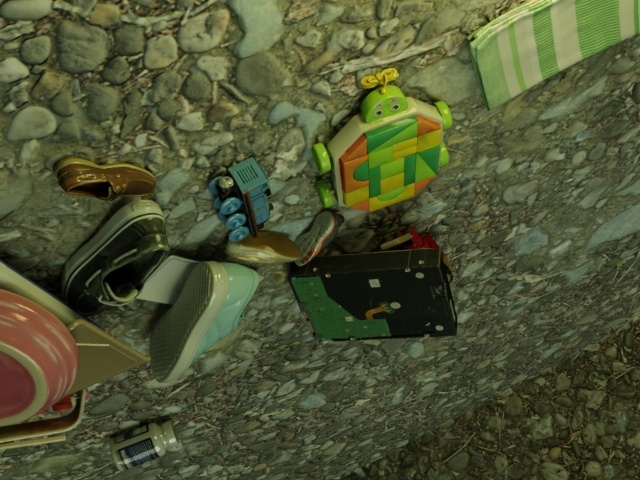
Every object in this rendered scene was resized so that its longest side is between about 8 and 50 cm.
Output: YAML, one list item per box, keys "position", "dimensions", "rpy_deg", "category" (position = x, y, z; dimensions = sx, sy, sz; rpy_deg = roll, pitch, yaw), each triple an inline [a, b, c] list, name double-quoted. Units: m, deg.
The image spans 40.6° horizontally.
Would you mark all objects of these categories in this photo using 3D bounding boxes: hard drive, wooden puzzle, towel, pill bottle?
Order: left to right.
- position: [-0.580, 0.147, 1.600]
  dimensions: [0.210, 0.040, 0.319]
  rpy_deg: [-21, 144, 14]
  category: "hard drive"
- position: [-0.482, 0.225, 1.668]
  dimensions: [0.221, 0.044, 0.238]
  rpy_deg: [-23, 148, 17]
  category: "wooden puzzle"
- position: [-0.473, 0.548, 2.329]
  dimensions: [0.169, 0.094, 0.094]
  rpy_deg: [-20, 150, -6]
  category: "pill bottle"
- position: [0.119, 0.125, 1.920]
  dimensions: [0.338, 0.064, 0.237]
  rpy_deg: [-6, 133, 17]
  category: "hard drive"
- position: [0.430, -0.374, 1.564]
  dimensions: [0.324, 0.038, 0.248]
  rpy_deg: [-29, 151, 7]
  category: "towel"

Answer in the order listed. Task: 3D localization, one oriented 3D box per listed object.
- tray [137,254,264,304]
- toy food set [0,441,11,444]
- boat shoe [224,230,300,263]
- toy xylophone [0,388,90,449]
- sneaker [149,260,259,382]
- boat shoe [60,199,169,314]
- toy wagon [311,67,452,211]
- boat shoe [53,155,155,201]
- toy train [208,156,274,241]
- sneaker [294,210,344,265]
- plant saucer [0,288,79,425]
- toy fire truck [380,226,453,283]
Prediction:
- position: [-0.257, 0.086, 1.812]
  dimensions: [0.145, 0.030, 0.270]
  rpy_deg: [-39, 147, 26]
  category: "tray"
- position: [-0.741, 0.445, 1.904]
  dimensions: [0.192, 0.039, 0.132]
  rpy_deg: [-2, -175, 43]
  category: "toy food set"
- position: [-0.121, 0.018, 1.776]
  dimensions: [0.170, 0.063, 0.059]
  rpy_deg: [14, 136, -34]
  category: "boat shoe"
- position: [-0.645, 0.379, 1.840]
  dimensions: [0.322, 0.081, 0.236]
  rpy_deg: [-8, -175, -27]
  category: "toy xylophone"
- position: [-0.239, 0.184, 1.816]
  dimensions: [0.150, 0.135, 0.366]
  rpy_deg: [5, 140, -36]
  category: "sneaker"
- position: [-0.384, 0.063, 1.588]
  dimensions: [0.121, 0.119, 0.335]
  rpy_deg: [1, 146, -38]
  category: "boat shoe"
- position: [0.118, -0.179, 1.620]
  dimensions: [0.267, 0.068, 0.344]
  rpy_deg: [-20, 150, -7]
  category: "toy wagon"
- position: [-0.352, -0.091, 1.430]
  dimensions: [0.178, 0.060, 0.064]
  rpy_deg: [6, 139, -42]
  category: "boat shoe"
- position: [-0.141, -0.069, 1.602]
  dimensions: [0.105, 0.080, 0.184]
  rpy_deg: [-25, 151, -10]
  category: "toy train"
- position: [0.000, 0.000, 1.833]
  dimensions: [0.065, 0.061, 0.158]
  rpy_deg: [-2, 145, -44]
  category: "sneaker"
- position: [-0.600, 0.222, 1.526]
  dimensions: [0.332, 0.084, 0.332]
  rpy_deg: [-1, 131, -1]
  category: "plant saucer"
- position: [0.165, 0.056, 1.981]
  dimensions: [0.217, 0.158, 0.246]
  rpy_deg: [-35, 129, 9]
  category: "toy fire truck"
